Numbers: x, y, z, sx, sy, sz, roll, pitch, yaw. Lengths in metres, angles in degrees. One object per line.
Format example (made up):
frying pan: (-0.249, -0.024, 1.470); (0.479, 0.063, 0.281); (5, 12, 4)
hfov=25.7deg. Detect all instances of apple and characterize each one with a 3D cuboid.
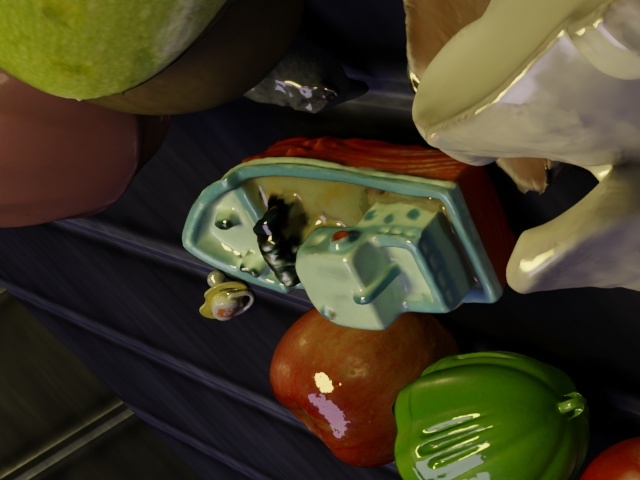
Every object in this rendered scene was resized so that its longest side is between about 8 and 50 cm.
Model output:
apple: (0.045, 0.136, 1.436); (0.181, 0.168, 0.181); (38, 167, 10)

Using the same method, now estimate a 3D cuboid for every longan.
longan: (-0.116, -0.183, 0.990); (0.220, 0.196, 0.196); (-5, 143, 15)

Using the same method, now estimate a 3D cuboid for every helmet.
helmet: (-0.287, -0.124, 1.220); (0.197, 0.338, 0.271); (-108, 28, -46)

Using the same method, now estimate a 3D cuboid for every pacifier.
pacifier: (-0.123, 0.066, 1.806); (0.083, 0.068, 0.064); (112, 144, -52)

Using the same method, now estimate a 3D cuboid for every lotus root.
lotus root: (0.184, 0.172, 1.288); (0.186, 0.186, 0.186); (36, 161, 15)

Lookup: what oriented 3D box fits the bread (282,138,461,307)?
bread: (0.027, -0.017, 1.332); (0.251, 0.039, 0.182); (22, 153, 46)

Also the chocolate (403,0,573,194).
chocolate: (0.115, -0.143, 0.817); (0.161, 0.083, 0.261); (52, 166, 26)

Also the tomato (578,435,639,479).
tomato: (0.309, 0.265, 1.251); (0.195, 0.136, 0.195); (36, 160, 15)

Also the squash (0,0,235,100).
squash: (-0.128, -0.228, 0.830); (0.234, 0.210, 0.309); (37, 151, 13)

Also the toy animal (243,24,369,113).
toy animal: (-0.056, -0.175, 1.121); (0.210, 0.121, 0.117); (17, 109, 18)

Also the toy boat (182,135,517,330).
toy boat: (0.000, 0.000, 1.192); (0.332, 0.133, 0.145); (6, 133, 46)

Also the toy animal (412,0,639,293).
toy animal: (0.208, -0.062, 0.615); (0.265, 0.271, 0.206); (32, -171, -13)
